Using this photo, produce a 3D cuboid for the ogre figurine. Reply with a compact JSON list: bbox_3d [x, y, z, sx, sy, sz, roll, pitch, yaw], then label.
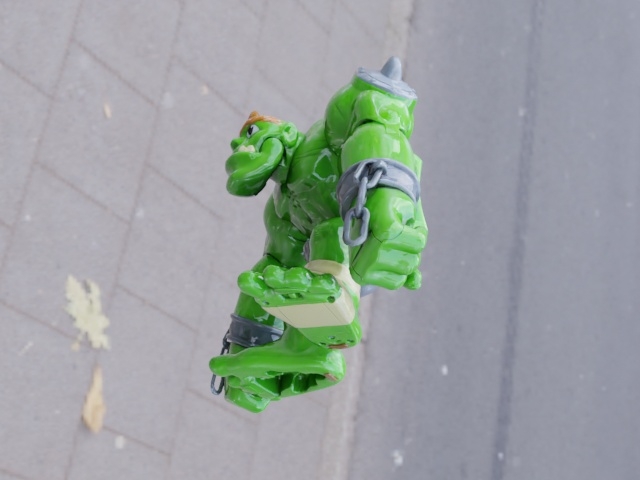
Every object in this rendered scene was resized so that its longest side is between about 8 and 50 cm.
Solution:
[{"bbox_3d":[0.000,0.000,0.501,0.197,0.097,0.118,91,8,-59],"label":"ogre figurine"}]
